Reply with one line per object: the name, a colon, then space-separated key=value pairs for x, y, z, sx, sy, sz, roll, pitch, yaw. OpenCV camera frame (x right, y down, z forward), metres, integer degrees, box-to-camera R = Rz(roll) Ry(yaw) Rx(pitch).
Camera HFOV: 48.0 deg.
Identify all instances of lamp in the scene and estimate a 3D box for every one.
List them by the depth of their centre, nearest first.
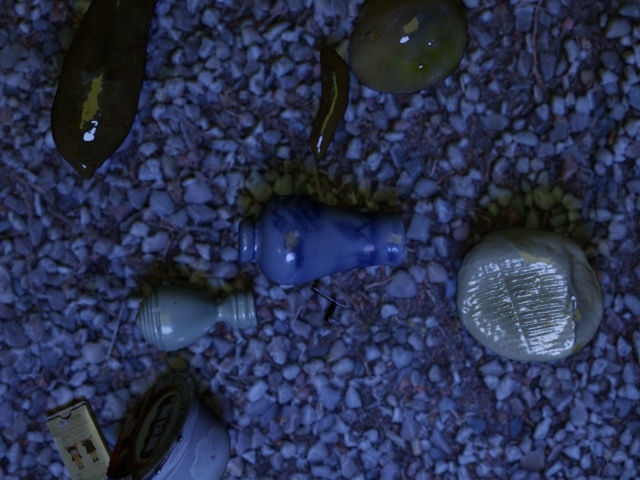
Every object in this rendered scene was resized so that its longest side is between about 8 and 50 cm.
lamp: x=-0.197 y=0.117 z=1.146 sx=0.193 sy=0.106 sz=0.106 roll=-7 pitch=90 yaw=-12

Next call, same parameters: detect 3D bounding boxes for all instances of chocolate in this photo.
chocolate: x=-0.222 y=0.328 z=1.119 sx=0.221 sy=0.221 sz=0.147 roll=-44 pitch=117 yaw=-1

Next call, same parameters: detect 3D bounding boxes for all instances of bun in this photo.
bun: x=0.331 y=0.078 z=1.140 sx=0.229 sy=0.145 sz=0.229 roll=10 pitch=117 yaw=20

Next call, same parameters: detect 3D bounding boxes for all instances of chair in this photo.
chair: x=0.014 y=0.112 z=1.177 sx=0.086 sy=0.037 sz=0.042 roll=31 pitch=78 yaw=-5

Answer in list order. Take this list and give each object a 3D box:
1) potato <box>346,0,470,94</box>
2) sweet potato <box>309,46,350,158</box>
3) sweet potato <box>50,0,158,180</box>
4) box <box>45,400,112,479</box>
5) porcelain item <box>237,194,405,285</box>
potato: x=0.145 y=-0.332 z=1.142 sx=0.202 sy=0.117 sz=0.182 roll=-13 pitch=94 yaw=-2
sweet potato: x=0.019 y=-0.222 z=1.170 sx=0.054 sy=0.053 sz=0.182 roll=6 pitch=94 yaw=-40
sweet potato: x=-0.321 y=-0.302 z=1.129 sx=0.130 sy=0.130 sz=0.423 roll=18 pitch=82 yaw=-2
box: x=-0.386 y=0.343 z=1.176 sx=0.073 sy=0.020 sz=0.149 roll=-23 pitch=91 yaw=0
porcelain item: x=0.000 y=0.000 z=1.134 sx=0.259 sy=0.141 sz=0.141 roll=1 pitch=90 yaw=-11
